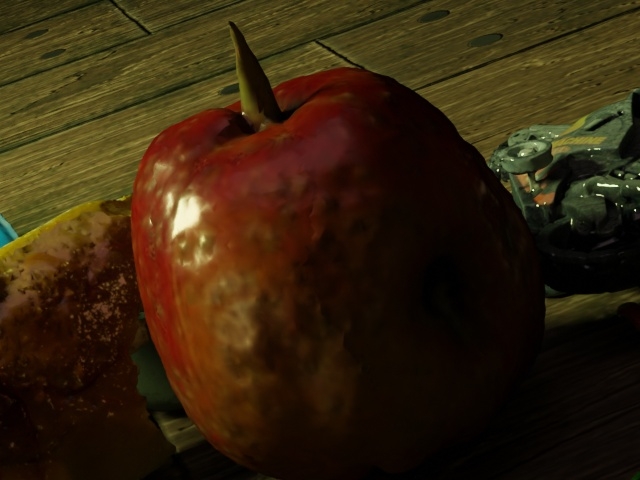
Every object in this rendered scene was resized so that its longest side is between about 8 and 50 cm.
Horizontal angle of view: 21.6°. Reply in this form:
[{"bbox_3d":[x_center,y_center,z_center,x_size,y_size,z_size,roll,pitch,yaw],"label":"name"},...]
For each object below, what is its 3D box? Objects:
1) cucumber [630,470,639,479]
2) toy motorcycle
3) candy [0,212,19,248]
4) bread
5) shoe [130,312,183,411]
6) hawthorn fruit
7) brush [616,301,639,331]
[{"bbox_3d":[0.248,0.116,0.876,0.227,0.069,0.069,-20,22,-15],"label":"cucumber"},{"bbox_3d":[0.218,-0.038,1.214,0.173,0.108,0.307,-13,21,1],"label":"toy motorcycle"},{"bbox_3d":[-0.332,0.112,1.174,0.306,0.157,0.100,-23,23,-17],"label":"candy"},{"bbox_3d":[-0.218,0.121,1.052,0.380,0.185,0.109,-34,-4,-30],"label":"bread"},{"bbox_3d":[-0.045,0.066,1.183,0.195,0.079,0.078,-19,14,-17],"label":"shoe"},{"bbox_3d":[0.007,0.021,1.035,0.258,0.262,0.258,-29,-14,-8],"label":"hawthorn fruit"},{"bbox_3d":[0.216,0.062,1.083,0.019,0.021,0.083,-23,28,-13],"label":"brush"}]
